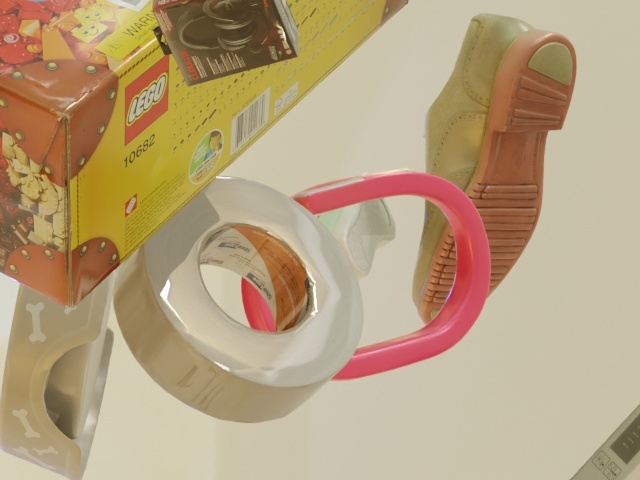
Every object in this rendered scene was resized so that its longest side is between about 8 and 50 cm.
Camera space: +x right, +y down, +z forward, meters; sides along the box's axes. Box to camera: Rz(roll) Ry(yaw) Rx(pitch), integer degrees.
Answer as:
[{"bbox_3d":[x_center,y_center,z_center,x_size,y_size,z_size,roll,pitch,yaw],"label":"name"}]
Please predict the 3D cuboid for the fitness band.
[{"bbox_3d":[0.051,0.036,1.988,0.054,0.291,0.209,3,-77,60],"label":"fitness band"}]

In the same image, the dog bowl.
[{"bbox_3d":[-0.295,0.102,2.188,0.349,0.102,0.348,-170,-90,-86],"label":"dog bowl"}]

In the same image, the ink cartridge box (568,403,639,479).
[{"bbox_3d":[0.335,0.309,1.985,0.275,0.239,0.060,-49,-135,7],"label":"ink cartridge box"}]

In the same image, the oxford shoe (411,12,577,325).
[{"bbox_3d":[0.189,-0.087,2.312,0.146,0.140,0.397,34,-71,43],"label":"oxford shoe"}]

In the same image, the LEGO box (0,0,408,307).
[{"bbox_3d":[-0.197,-0.222,1.510,0.500,0.372,0.193,-46,153,-41],"label":"LEGO box"}]

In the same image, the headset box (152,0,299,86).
[{"bbox_3d":[-0.062,-0.136,1.172,0.083,0.062,0.032,-14,-143,12],"label":"headset box"}]

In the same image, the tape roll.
[{"bbox_3d":[-0.073,0.051,1.679,0.072,0.219,0.219,-46,-155,44],"label":"tape roll"}]

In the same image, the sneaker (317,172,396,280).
[{"bbox_3d":[0.000,0.000,2.293,0.151,0.094,0.256,-22,-167,21],"label":"sneaker"}]
